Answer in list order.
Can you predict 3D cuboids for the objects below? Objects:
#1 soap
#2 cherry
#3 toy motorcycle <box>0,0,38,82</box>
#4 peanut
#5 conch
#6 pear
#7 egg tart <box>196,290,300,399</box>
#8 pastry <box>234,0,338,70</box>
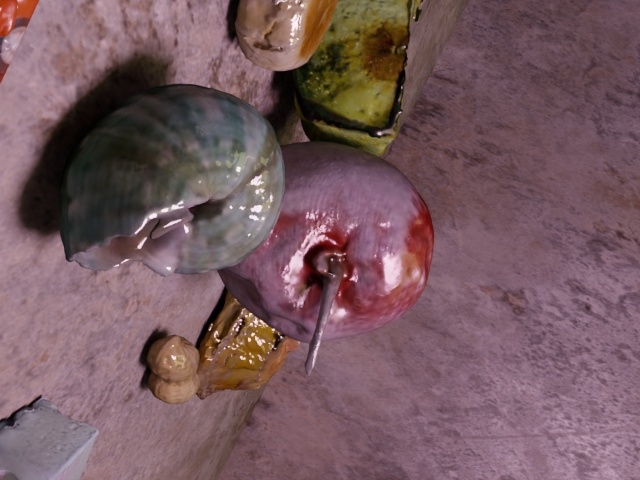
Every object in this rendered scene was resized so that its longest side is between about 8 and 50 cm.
[{"bbox_3d":[-0.343,0.319,0.979,0.261,0.094,0.150,-66,171,17],"label":"soap"},{"bbox_3d":[-0.013,-0.001,1.319,0.326,0.335,0.291,1,103,-36],"label":"cherry"},{"bbox_3d":[-0.193,-0.114,0.367,0.326,0.147,0.221,-62,169,9],"label":"toy motorcycle"},{"bbox_3d":[-0.224,0.195,1.367,0.082,0.082,0.187,-57,169,-33],"label":"peanut"},{"bbox_3d":[-0.138,-0.048,0.868,0.220,0.195,0.277,-42,-166,-4],"label":"conch"},{"bbox_3d":[0.047,-0.255,1.344,0.255,0.164,0.238,109,-10,-86],"label":"pear"},{"bbox_3d":[-0.113,0.168,1.718,0.352,0.150,0.352,-56,168,-18],"label":"egg tart"},{"bbox_3d":[-0.036,-0.273,1.017,0.166,0.088,0.166,24,90,-82],"label":"pastry"}]
